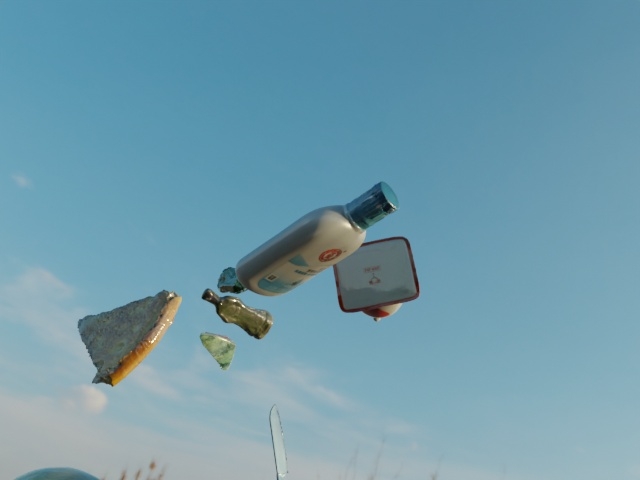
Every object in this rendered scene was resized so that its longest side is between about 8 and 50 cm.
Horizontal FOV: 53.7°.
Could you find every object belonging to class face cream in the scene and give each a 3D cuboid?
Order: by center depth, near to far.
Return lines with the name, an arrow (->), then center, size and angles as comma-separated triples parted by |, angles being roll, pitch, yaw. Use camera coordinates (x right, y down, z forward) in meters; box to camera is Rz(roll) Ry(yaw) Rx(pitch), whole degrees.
face cream -> 0.000, 0.000, 1.213 | 0.336, 0.080, 0.163 | -32, -29, 24

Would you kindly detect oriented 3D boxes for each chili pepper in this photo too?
chili pepper -> -0.232, 0.118, 1.768 | 0.224, 0.098, 0.061 | 9, -57, 64

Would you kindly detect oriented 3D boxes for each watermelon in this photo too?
watermelon -> -0.305, 0.316, 1.906 | 0.094, 0.081, 0.180 | 43, -12, 28

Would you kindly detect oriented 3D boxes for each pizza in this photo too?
pizza -> -0.314, 0.146, 0.986 | 0.195, 0.185, 0.052 | 2, -47, 39

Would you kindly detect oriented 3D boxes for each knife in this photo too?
knife -> -0.093, 0.551, 1.522 | 0.019, 0.313, 0.044 | -27, -27, 36

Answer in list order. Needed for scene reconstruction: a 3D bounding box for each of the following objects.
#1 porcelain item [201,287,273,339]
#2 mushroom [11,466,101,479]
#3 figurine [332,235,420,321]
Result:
porcelain item -> -0.237, 0.196, 1.737 | 0.215, 0.081, 0.069 | 32, 7, -30
mushroom -> -0.432, 0.554, 1.075 | 0.352, 0.260, 0.352 | 37, -12, 9
figurine -> 0.142, 0.118, 1.516 | 0.183, 0.160, 0.226 | -11, -25, 7
